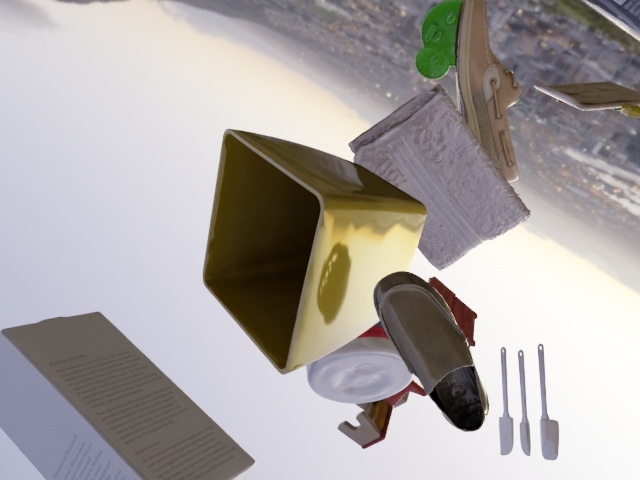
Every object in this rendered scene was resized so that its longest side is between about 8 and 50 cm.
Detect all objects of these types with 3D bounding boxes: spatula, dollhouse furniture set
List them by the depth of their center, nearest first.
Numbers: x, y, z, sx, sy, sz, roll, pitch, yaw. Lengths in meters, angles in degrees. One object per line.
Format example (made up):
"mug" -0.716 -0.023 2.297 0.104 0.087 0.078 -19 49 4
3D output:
"dollhouse furniture set" 0.199 0.271 1.365 0.152 0.201 0.374 42 -145 -11
"spatula" 0.449 0.348 1.395 0.019 0.241 0.168 10 163 -23

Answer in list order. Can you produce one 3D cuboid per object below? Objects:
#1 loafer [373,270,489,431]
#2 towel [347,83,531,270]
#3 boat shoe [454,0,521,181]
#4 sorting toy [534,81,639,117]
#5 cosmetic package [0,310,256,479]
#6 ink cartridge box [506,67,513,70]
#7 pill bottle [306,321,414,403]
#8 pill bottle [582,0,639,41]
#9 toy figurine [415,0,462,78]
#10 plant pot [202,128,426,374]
"loafer" 0.094 0.089 0.505 0.148 0.056 0.050 55 -177 -9
"towel" 0.190 -0.093 1.031 0.282 0.187 0.049 49 -155 -17
"boat shoe" 0.307 -0.271 1.172 0.110 0.340 0.121 -4 -161 12
"sorting toy" 0.664 -0.318 1.478 0.229 0.041 0.307 -2 -154 -10
"cosmetic package" -0.365 0.334 1.134 0.453 0.161 0.230 38 -163 20
"ink cartridge box" 0.447 -0.407 1.702 0.123 0.088 0.052 -9 -168 -15
"pill bottle" 0.055 0.102 1.112 0.176 0.176 0.318 25 -139 -30
"pill bottle" 0.424 -0.364 0.782 0.363 0.210 0.210 39 -168 5
"toy figurine" 0.274 -0.427 1.290 0.130 0.173 0.159 35 -136 -2
"plant pot" 0.000 0.000 0.765 0.187 0.212 0.212 -6 -150 -35
